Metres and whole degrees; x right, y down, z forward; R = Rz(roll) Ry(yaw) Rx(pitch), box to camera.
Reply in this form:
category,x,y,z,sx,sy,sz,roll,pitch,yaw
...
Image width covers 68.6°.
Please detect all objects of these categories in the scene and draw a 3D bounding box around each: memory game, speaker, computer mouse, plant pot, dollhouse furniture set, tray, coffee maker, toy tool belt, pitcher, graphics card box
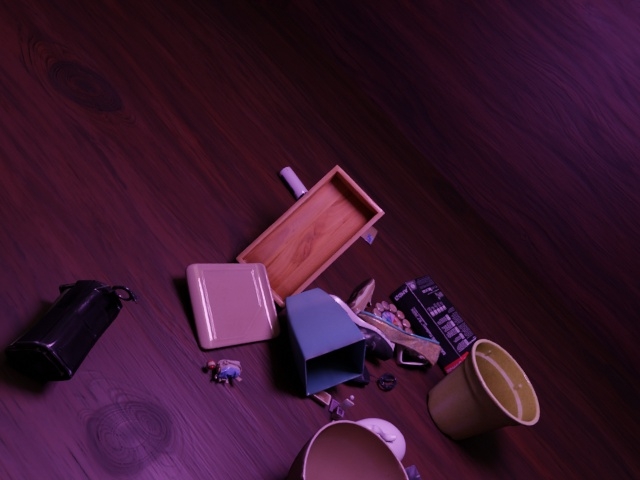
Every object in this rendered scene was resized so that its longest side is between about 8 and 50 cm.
category,x,y,z,sx,sy,sz,roll,pitch,yaw
memory game,0.262,0.297,1.688,0.186,0.012,0.186,28,35,-22
speaker,-0.103,-0.223,1.847,0.055,0.055,0.136,-14,64,-53
computer mouse,0.145,0.412,1.416,0.242,0.041,0.071,27,34,-36
plant pot,0.487,0.495,1.480,0.276,0.254,0.276,29,35,-23
plant pot,-0.007,0.252,1.269,0.166,0.165,0.234,-16,45,-17
dollhouse furniture set,0.027,0.421,1.226,0.114,0.081,0.091,38,33,-9
tray,-0.030,-0.010,1.404,0.203,0.411,0.076,46,-6,4
coffee maker,-0.475,0.164,0.897,0.120,0.171,0.178,49,31,-23
toy tool belt,-0.226,0.310,1.109,0.083,0.052,0.051,15,34,-36
pitcher,0.125,0.496,1.158,0.207,0.178,0.125,21,49,-30
plant pot,0.031,0.553,0.980,0.284,0.191,0.284,27,36,-22
graphics card box,0.451,0.313,1.794,0.233,0.094,0.370,-10,61,-54

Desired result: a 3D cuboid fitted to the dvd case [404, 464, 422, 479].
category,x,y,z,sx,sy,sz,roll,pitch,yaw
dvd case,0.210,0.680,1.188,0.221,0.018,0.164,6,48,-43

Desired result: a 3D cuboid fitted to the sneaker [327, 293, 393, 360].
category,x,y,z,sx,sy,sz,roll,pitch,yaw
sneaker,0.090,0.300,1.443,0.283,0.107,0.124,38,47,-2

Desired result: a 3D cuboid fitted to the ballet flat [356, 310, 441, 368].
category,x,y,z,sx,sy,sz,roll,pitch,yaw
ballet flat,0.255,0.341,1.552,0.349,0.123,0.123,26,37,-23

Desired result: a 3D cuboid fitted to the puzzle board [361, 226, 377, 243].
category,x,y,z,sx,sy,sz,roll,pitch,yaw
puzzle board,0.193,-0.042,2.002,0.096,0.011,0.128,42,33,-4

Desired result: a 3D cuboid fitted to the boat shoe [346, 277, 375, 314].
category,x,y,z,sx,sy,sz,roll,pitch,yaw
boat shoe,0.150,0.203,1.637,0.072,0.068,0.190,54,42,-7

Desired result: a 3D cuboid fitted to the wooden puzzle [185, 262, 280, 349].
category,x,y,z,sx,sy,sz,roll,pitch,yaw
wooden puzzle,-0.232,0.168,1.247,0.239,0.044,0.220,0,67,-43
